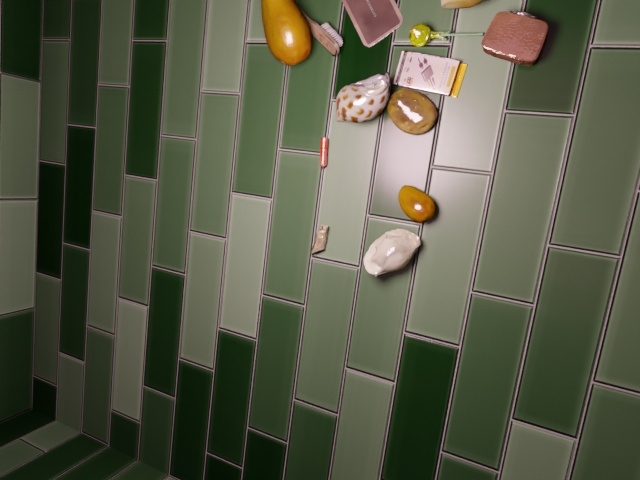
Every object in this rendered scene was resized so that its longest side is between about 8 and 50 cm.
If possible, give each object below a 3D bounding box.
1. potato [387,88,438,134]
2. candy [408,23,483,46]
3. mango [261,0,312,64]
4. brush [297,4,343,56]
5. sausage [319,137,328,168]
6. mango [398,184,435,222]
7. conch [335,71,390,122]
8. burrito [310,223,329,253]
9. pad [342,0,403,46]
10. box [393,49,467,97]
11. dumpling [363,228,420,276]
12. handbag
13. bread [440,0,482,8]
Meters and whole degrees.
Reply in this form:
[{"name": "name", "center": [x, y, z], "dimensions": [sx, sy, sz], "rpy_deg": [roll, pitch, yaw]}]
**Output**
[{"name": "potato", "center": [0.339, -0.488, 1.691], "dimensions": [0.200, 0.081, 0.164], "rpy_deg": [37, 108, 14]}, {"name": "candy", "center": [0.451, -0.742, 1.631], "dimensions": [0.262, 0.073, 0.077], "rpy_deg": [7, 117, 16]}, {"name": "mango", "center": [-0.145, -0.855, 1.794], "dimensions": [0.173, 0.211, 0.317], "rpy_deg": [-21, 97, -9]}, {"name": "brush", "center": [-0.018, -0.870, 1.822], "dimensions": [0.065, 0.070, 0.327], "rpy_deg": [-37, 73, -13]}, {"name": "sausage", "center": [0.014, -0.360, 1.872], "dimensions": [0.034, 0.034, 0.129], "rpy_deg": [7, 99, 23]}, {"name": "mango", "center": [0.360, -0.136, 1.715], "dimensions": [0.163, 0.089, 0.111], "rpy_deg": [33, 96, 28]}, {"name": "conch", "center": [0.152, -0.531, 1.734], "dimensions": [0.275, 0.183, 0.148], "rpy_deg": [3, 125, 39]}, {"name": "burrito", "center": [0.000, 0.000, 1.912], "dimensions": [0.055, 0.041, 0.149], "rpy_deg": [28, 110, 33]}, {"name": "pad", "center": [0.195, -0.905, 1.752], "dimensions": [0.176, 0.002, 0.266], "rpy_deg": [-28, 84, 24]}, {"name": "box", "center": [0.401, -0.618, 1.673], "dimensions": [0.247, 0.033, 0.129], "rpy_deg": [19, 102, 21]}, {"name": "dumpling", "center": [0.275, 0.034, 1.763], "dimensions": [0.215, 0.126, 0.166], "rpy_deg": [-52, 48, 29]}, {"name": "handbag", "center": [0.663, -0.688, 1.531], "dimensions": [0.194, 0.072, 0.151], "rpy_deg": [29, 106, 20]}, {"name": "bread", "center": [0.470, -0.950, 1.540], "dimensions": [0.333, 0.160, 0.332], "rpy_deg": [3, 98, 22]}]
